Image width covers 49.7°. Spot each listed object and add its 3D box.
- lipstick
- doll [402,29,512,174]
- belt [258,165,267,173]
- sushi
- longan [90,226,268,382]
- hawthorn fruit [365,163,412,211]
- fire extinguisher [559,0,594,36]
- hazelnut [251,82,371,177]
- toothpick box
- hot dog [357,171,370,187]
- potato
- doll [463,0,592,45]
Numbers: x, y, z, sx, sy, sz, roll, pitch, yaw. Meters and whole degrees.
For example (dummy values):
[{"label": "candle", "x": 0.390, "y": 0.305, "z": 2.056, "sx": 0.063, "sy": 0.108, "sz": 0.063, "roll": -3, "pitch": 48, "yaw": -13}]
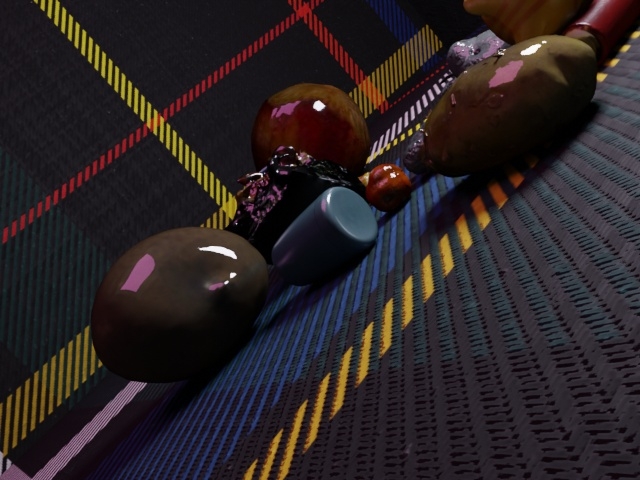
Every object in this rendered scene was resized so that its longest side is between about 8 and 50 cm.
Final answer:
[{"label": "lipstick", "x": 0.464, "y": -0.362, "z": 1.094, "sx": 0.241, "sy": 0.080, "sz": 0.080, "roll": -46, "pitch": 9, "yaw": -30}, {"label": "doll", "x": 0.261, "y": -0.271, "z": 1.271, "sx": 0.340, "sy": 0.158, "sz": 0.246, "roll": -36, "pitch": 18, "yaw": 30}, {"label": "belt", "x": -0.035, "y": -0.111, "z": 1.680, "sx": 0.128, "sy": 0.218, "sz": 0.122, "roll": -37, "pitch": 41, "yaw": 7}, {"label": "sushi", "x": -0.066, "y": -0.087, "z": 1.494, "sx": 0.227, "sy": 0.215, "sz": 0.212, "roll": -56, "pitch": 41, "yaw": 24}, {"label": "longan", "x": -0.259, "y": 0.112, "z": 1.283, "sx": 0.350, "sy": 0.288, "sz": 0.288, "roll": -35, "pitch": 6, "yaw": -19}, {"label": "hawthorn fruit", "x": 0.120, "y": -0.094, "z": 1.268, "sx": 0.093, "sy": 0.093, "sz": 0.093, "roll": -40, "pitch": 8, "yaw": 7}, {"label": "fire extinguisher", "x": 0.468, "y": -0.434, "z": 1.368, "sx": 0.138, "sy": 0.102, "sz": 0.344, "roll": -46, "pitch": 9, "yaw": -17}, {"label": "hazelnut", "x": -0.038, "y": -0.263, "z": 2.030, "sx": 0.421, "sy": 0.353, "sz": 0.420, "roll": -56, "pitch": 20, "yaw": 33}, {"label": "toothpick box", "x": 0.000, "y": 0.000, "z": 1.197, "sx": 0.184, "sy": 0.120, "sz": 0.120, "roll": -38, "pitch": 8, "yaw": 39}, {"label": "hot dog", "x": 0.022, "y": -0.059, "z": 1.603, "sx": 0.289, "sy": 0.068, "sz": 0.083, "roll": -40, "pitch": 1, "yaw": 18}, {"label": "potato", "x": 0.239, "y": -0.178, "z": 0.959, "sx": 0.191, "sy": 0.141, "sz": 0.296, "roll": -44, "pitch": 6, "yaw": -35}, {"label": "doll", "x": 0.360, "y": -0.418, "z": 1.125, "sx": 0.269, "sy": 0.167, "sz": 0.162, "roll": -42, "pitch": -17, "yaw": -44}]
